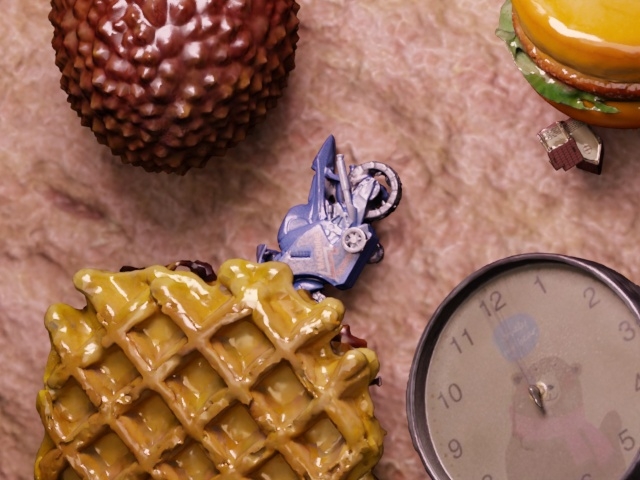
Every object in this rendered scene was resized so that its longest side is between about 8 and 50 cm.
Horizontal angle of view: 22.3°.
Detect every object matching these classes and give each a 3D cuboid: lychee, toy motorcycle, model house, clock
[{"bbox_3d":[-0.147,-0.199,1.602,0.267,0.267,0.267,-1,84,11],"label":"lychee"},{"bbox_3d":[0.000,0.000,1.659,0.114,0.076,0.205,28,89,20],"label":"toy motorcycle"},{"bbox_3d":[0.252,-0.090,1.608,0.057,0.083,0.058,-31,79,5],"label":"model house"},{"bbox_3d":[0.208,0.145,1.552,0.281,0.055,0.280,-9,75,34],"label":"clock"}]

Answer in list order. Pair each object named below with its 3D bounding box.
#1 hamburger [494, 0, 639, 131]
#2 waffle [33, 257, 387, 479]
[{"bbox_3d":[0.291,-0.212,1.563,0.246,0.170,0.246,-5,54,7],"label":"hamburger"},{"bbox_3d":[-0.115,0.207,1.623,0.380,0.095,0.382,2,96,13],"label":"waffle"}]
